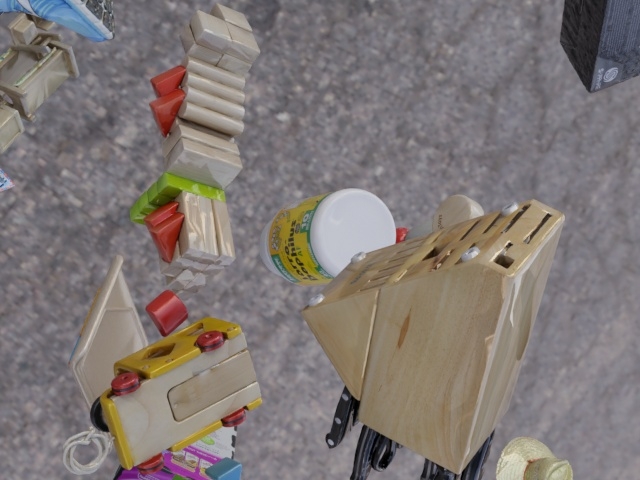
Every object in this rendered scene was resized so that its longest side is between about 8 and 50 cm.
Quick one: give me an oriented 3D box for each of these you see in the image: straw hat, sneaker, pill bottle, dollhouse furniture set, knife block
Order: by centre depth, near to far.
[{"bbox_3d":[-0.223,-0.201,0.917,0.073,0.063,0.162,-22,148,25],"label":"sneaker"},{"bbox_3d":[0.109,0.116,0.917,0.088,0.275,0.242,-44,107,-42],"label":"knife block"},{"bbox_3d":[0.000,0.000,1.539,0.117,0.208,0.118,2,85,-26],"label":"pill bottle"},{"bbox_3d":[0.313,0.329,1.627,0.144,0.144,0.061,-22,170,-44],"label":"straw hat"},{"bbox_3d":[-0.447,-0.248,1.648,0.182,0.101,0.161,-53,155,-31],"label":"dollhouse furniture set"}]

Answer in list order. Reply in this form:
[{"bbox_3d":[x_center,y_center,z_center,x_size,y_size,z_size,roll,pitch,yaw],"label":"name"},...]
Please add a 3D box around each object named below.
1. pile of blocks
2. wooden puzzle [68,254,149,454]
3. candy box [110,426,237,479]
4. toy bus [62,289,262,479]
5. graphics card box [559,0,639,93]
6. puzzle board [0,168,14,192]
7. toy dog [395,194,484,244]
[{"bbox_3d":[-0.171,-0.118,1.415,0.112,0.149,0.362,17,72,-36],"label":"pile of blocks"},{"bbox_3d":[-0.330,0.176,1.833,0.221,0.044,0.239,-76,166,-45],"label":"wooden puzzle"},{"bbox_3d":[-0.210,0.310,1.729,0.071,0.159,0.233,-61,-171,16],"label":"candy box"},{"bbox_3d":[-0.161,0.155,1.183,0.202,0.104,0.191,30,78,-35],"label":"toy bus"},{"bbox_3d":[0.458,-0.316,1.320,0.371,0.094,0.233,-22,155,-3],"label":"graphics card box"},{"bbox_3d":[-0.469,-0.102,1.524,0.096,0.128,0.011,-31,164,-49],"label":"puzzle board"},{"bbox_3d":[0.171,0.046,1.917,0.220,0.333,0.161,21,67,-19],"label":"toy dog"}]
